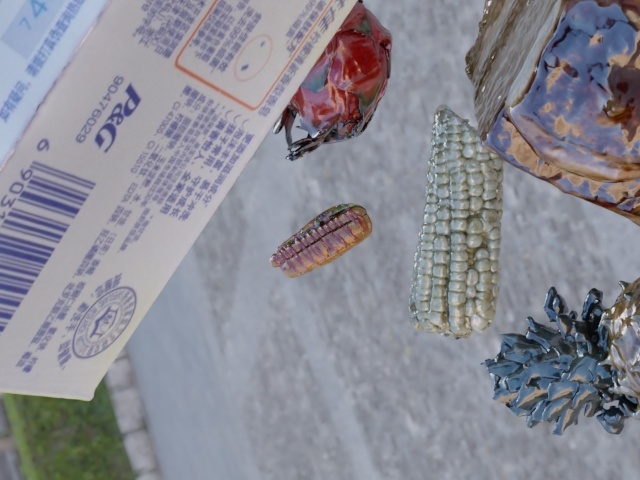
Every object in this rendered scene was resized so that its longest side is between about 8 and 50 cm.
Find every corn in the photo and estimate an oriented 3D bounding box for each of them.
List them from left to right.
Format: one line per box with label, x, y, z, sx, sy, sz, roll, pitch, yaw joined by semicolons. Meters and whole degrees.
corn;0.130;-0.015;1.267;0.087;0.087;0.210;-159;76;-68

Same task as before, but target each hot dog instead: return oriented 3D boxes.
hot dog;-0.001;0.000;1.797;0.062;0.144;0.038;65;-166;19

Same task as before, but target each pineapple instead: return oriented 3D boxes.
pineapple;0.245;0.091;1.029;0.279;0.158;0.157;-22;84;46

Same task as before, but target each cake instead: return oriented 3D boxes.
cake;0.229;-0.135;1.009;0.293;0.199;0.196;-84;19;-65

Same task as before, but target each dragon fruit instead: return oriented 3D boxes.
dragon fruit;0.002;-0.148;1.221;0.121;0.130;0.142;46;155;45

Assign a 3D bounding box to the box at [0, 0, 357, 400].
box;-0.101;-0.065;0.596;0.097;0.265;0.168;37;-173;23
